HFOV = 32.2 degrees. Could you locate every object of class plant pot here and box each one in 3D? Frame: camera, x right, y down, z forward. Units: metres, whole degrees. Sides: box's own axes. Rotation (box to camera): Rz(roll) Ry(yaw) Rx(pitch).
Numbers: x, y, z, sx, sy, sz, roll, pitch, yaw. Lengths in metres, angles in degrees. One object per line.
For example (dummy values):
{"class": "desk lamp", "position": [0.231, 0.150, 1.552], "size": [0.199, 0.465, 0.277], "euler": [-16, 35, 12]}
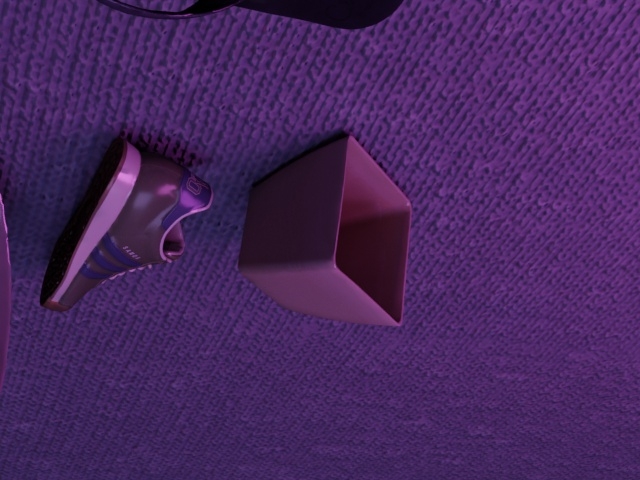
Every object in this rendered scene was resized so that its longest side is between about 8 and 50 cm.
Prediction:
{"class": "plant pot", "position": [0.000, 0.000, 0.839], "size": [0.096, 0.109, 0.109], "euler": [-8, 149, 29]}

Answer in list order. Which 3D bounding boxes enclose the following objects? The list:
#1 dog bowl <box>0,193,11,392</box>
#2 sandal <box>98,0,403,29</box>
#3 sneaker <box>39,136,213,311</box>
{"class": "dog bowl", "position": [-0.313, 0.040, 0.654], "size": [0.102, 0.349, 0.349], "euler": [0, 148, 14]}
{"class": "sandal", "position": [-0.068, -0.162, 0.624], "size": [0.254, 0.054, 0.097], "euler": [4, 145, -13]}
{"class": "sneaker", "position": [-0.147, 0.003, 0.848], "size": [0.086, 0.064, 0.192], "euler": [17, 137, -22]}
